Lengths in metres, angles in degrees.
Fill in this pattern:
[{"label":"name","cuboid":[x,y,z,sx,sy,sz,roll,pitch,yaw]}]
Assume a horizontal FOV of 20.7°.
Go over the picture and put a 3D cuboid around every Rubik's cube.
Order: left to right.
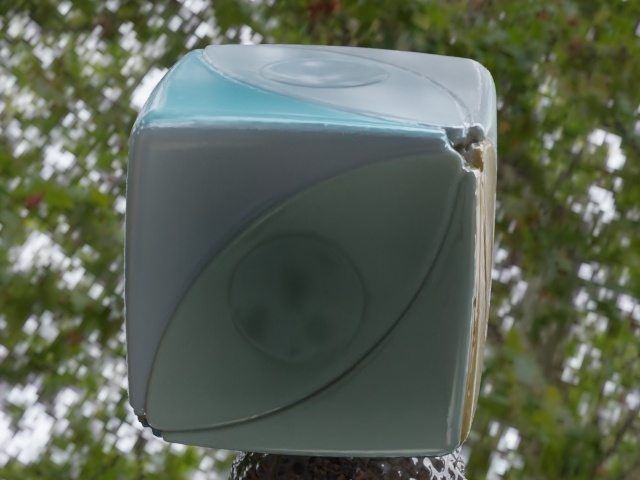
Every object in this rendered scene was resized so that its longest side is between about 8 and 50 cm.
[{"label":"Rubik's cube","cuboid":[0.000,0.000,1.772,0.351,0.352,0.347,4,-70,9]}]

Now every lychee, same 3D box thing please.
[{"label":"lychee","cuboid":[0.036,0.273,2.029,0.300,0.300,0.300,13,-46,15]}]
